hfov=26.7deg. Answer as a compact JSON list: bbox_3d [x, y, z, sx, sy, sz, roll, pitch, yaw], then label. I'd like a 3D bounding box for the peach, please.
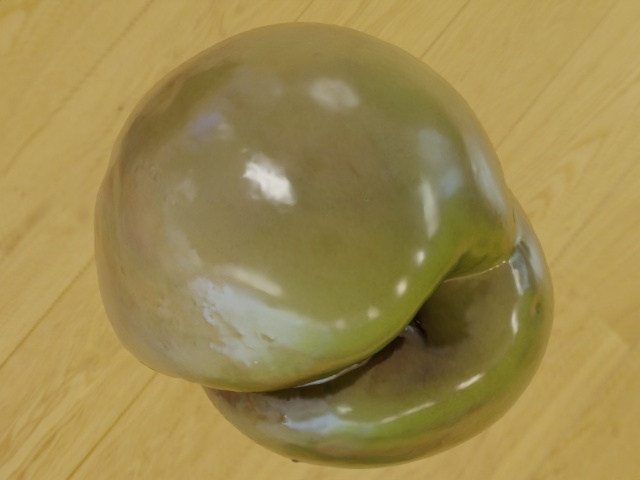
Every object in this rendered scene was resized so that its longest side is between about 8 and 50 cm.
[{"bbox_3d":[0.000,0.001,0.833,0.292,0.292,0.247,37,94,-5],"label":"peach"}]
